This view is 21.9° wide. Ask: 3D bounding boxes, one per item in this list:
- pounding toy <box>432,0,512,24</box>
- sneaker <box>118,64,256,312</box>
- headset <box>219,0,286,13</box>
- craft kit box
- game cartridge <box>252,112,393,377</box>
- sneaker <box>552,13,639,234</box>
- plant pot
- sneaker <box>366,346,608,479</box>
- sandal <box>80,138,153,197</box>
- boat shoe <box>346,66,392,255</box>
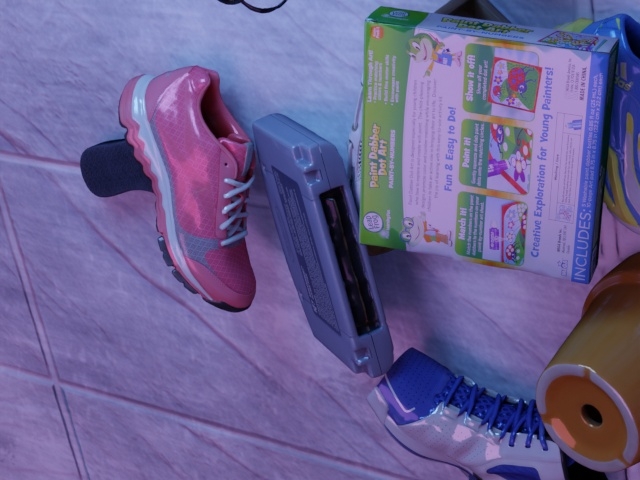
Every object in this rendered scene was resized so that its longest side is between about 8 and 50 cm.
[{"bbox_3d":[0.150,-0.163,1.723,0.141,0.130,0.100,45,138,6],"label":"pounding toy"},{"bbox_3d":[-0.132,-0.063,1.992,0.136,0.116,0.314,-18,98,28],"label":"sneaker"},{"bbox_3d":[0.000,-0.364,1.520,0.185,0.394,0.243,17,150,30],"label":"headset"},{"bbox_3d":[0.162,-0.094,1.648,0.247,0.061,0.250,10,118,16],"label":"craft kit box"},{"bbox_3d":[0.000,0.000,1.959,0.198,0.062,0.297,-135,27,-65],"label":"game cartridge"},{"bbox_3d":[0.315,-0.118,1.643,0.126,0.091,0.240,-23,101,46],"label":"sneaker"},{"bbox_3d":[0.329,0.140,1.721,0.205,0.188,0.205,29,136,33],"label":"plant pot"},{"bbox_3d":[0.227,0.222,1.950,0.315,0.127,0.182,42,134,0],"label":"sneaker"},{"bbox_3d":[-0.212,-0.104,2.141,0.254,0.054,0.097,4,111,42],"label":"sandal"},{"bbox_3d":[0.075,-0.098,1.872,0.096,0.098,0.277,53,152,33],"label":"boat shoe"}]
